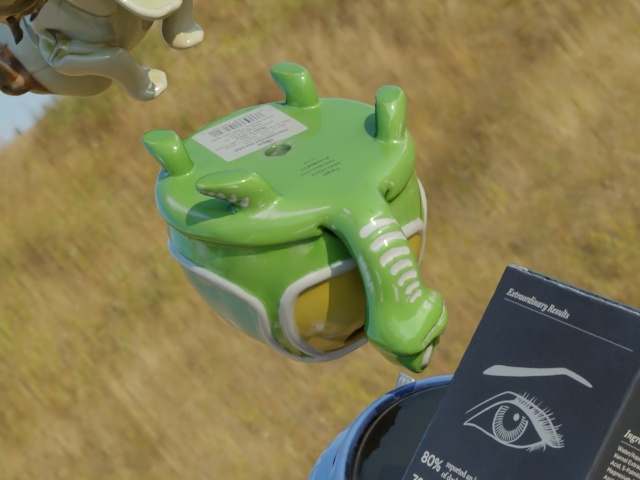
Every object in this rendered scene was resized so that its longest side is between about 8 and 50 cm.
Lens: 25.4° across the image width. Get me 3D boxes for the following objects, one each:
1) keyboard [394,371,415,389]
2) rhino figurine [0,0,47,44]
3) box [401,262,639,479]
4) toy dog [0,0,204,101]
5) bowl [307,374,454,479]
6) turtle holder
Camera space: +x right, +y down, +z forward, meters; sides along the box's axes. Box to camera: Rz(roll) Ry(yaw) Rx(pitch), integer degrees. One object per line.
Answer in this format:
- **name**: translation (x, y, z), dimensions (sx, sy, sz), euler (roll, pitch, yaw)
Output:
- **keyboard**: translation (0.049, 0.257, 1.412), dimensions (0.072, 0.014, 0.256), euler (133, 154, -88)
- **rhino figurine**: translation (-0.294, -0.255, 1.342), dimensions (0.106, 0.073, 0.243), euler (-51, -5, -11)
- **box**: translation (0.150, 0.138, 0.872), dimensions (0.153, 0.108, 0.207), euler (25, 87, 58)
- **toy dog**: translation (-0.351, -0.348, 1.998), dimensions (0.408, 0.395, 0.285), euler (127, 162, -55)
- **bowl**: translation (0.175, 0.265, 1.166), dimensions (0.391, 0.391, 0.077), euler (-44, -17, -52)
- **turtle holder**: translation (0.005, -0.010, 1.301), dimensions (0.320, 0.227, 0.243), euler (7, 35, 32)
